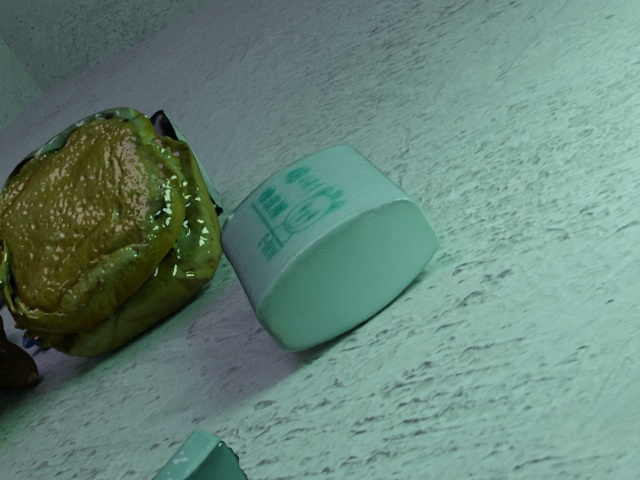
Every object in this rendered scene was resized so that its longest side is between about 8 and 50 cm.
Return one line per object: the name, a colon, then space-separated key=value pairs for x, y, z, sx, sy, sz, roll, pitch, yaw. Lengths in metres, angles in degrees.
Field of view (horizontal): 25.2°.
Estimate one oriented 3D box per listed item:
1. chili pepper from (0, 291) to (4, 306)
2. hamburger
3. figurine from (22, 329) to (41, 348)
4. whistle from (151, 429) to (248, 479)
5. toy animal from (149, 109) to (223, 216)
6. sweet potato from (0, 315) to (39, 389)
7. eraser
chili pepper: x=-0.533 y=0.088 z=2.341 sx=0.050 sy=0.041 sz=0.153 roll=19 pitch=42 yaw=16
hamburger: x=-0.273 y=-0.014 z=1.772 sx=0.319 sy=0.158 sz=0.318 roll=-14 pitch=56 yaw=22
figurine: x=-0.371 y=0.090 z=1.960 sx=0.114 sy=0.079 sz=0.114 roll=-30 pitch=43 yaw=33
whistle: x=-0.199 y=0.254 z=1.091 sx=0.289 sy=0.163 sz=0.163 roll=-45 pitch=20 yaw=-32
toy animal: x=-0.262 y=-0.048 z=1.979 sx=0.235 sy=0.165 sz=0.187 roll=-37 pitch=13 yaw=3
sweet potato: x=-0.469 y=0.157 z=1.964 sx=0.114 sy=0.092 sz=0.341 roll=-21 pitch=15 yaw=-16
eraser: x=0.000 y=0.000 z=1.466 sx=0.189 sy=0.104 sz=0.290 roll=-32 pitch=18 yaw=-2
